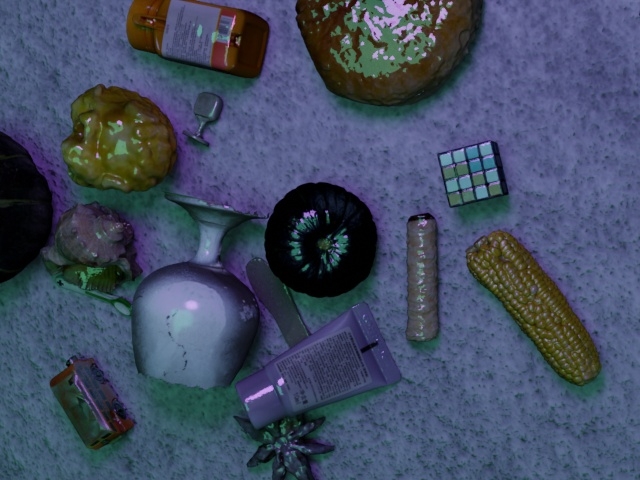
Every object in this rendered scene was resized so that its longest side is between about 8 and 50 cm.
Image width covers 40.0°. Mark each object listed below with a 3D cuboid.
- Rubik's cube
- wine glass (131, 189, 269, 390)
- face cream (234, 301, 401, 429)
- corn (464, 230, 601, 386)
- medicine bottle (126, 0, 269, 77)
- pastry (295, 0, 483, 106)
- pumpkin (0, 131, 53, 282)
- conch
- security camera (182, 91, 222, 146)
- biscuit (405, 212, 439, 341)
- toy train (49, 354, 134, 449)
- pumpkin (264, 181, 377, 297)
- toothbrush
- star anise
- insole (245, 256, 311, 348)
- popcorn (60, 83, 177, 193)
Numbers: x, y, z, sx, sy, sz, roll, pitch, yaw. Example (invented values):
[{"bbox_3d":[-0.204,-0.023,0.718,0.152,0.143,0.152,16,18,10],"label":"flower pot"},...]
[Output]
[{"bbox_3d":[0.253,-0.109,1.452,0.092,0.092,0.092,-13,89,17],"label":"Rubik's cube"},{"bbox_3d":[-0.215,0.087,1.541,0.237,0.238,0.323,11,89,16],"label":"wine glass"},{"bbox_3d":[-0.010,0.231,1.543,0.273,0.096,0.154,-24,83,-6],"label":"face cream"},{"bbox_3d":[0.350,0.111,1.437,0.101,0.101,0.292,-38,83,16],"label":"corn"},{"bbox_3d":[-0.218,-0.362,1.545,0.222,0.149,0.112,15,98,15],"label":"medicine bottle"},{"bbox_3d":[0.111,-0.380,1.452,0.329,0.136,0.330,1,93,16],"label":"pastry"},{"bbox_3d":[-0.662,-0.063,1.652,0.323,0.241,0.324,0,91,22],"label":"pumpkin"},{"bbox_3d":[-0.428,0.021,1.639,0.245,0.163,0.178,-25,102,34],"label":"conch"},{"bbox_3d":[-0.211,-0.225,1.611,0.058,0.058,0.092,26,90,13],"label":"security camera"},{"bbox_3d":[0.172,0.062,1.508,0.061,0.055,0.219,-1,93,23],"label":"biscuit"},{"bbox_3d":[-0.442,0.310,1.688,0.072,0.099,0.188,-35,85,17],"label":"toy train"},{"bbox_3d":[0.000,0.000,1.507,0.201,0.140,0.202,-1,98,-9],"label":"pumpkin"},{"bbox_3d":[-0.386,0.125,1.694,0.303,0.030,0.030,19,99,15],"label":"toothbrush"},{"bbox_3d":[-0.072,0.364,1.600,0.180,0.061,0.205,-7,92,17],"label":"star anise"},{"bbox_3d":[-0.075,0.115,1.609,0.063,0.010,0.192,-32,84,16],"label":"insole"},{"bbox_3d":[-0.366,-0.170,1.578,0.226,0.200,0.203,41,97,6],"label":"popcorn"}]
